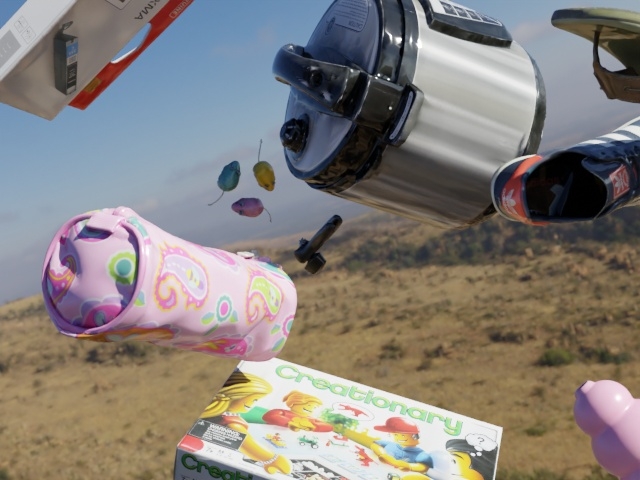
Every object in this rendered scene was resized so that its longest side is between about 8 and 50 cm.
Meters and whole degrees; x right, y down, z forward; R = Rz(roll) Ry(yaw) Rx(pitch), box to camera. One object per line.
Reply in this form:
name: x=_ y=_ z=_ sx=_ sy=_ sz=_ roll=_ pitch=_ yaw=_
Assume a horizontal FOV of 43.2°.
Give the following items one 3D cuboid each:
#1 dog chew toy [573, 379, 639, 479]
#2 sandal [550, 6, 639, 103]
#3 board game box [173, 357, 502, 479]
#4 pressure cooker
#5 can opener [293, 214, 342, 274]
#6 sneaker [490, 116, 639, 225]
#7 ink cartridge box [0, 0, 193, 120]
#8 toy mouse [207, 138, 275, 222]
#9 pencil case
dog chew toy: x=0.671 y=0.433 z=1.704 sx=0.206 sy=0.332 sz=0.206 roll=-41 pitch=-14 yaw=-12
sandal: x=0.409 y=-0.201 z=1.010 sx=0.086 sy=0.302 sz=0.120 roll=-62 pitch=24 yaw=-1
board game box: x=0.027 y=0.223 z=0.844 sx=0.305 sy=0.053 sz=0.193 roll=15 pitch=25 yaw=11
pressure cooker: x=0.123 y=-0.230 z=1.384 sx=0.420 sy=0.376 sz=0.370 roll=15 pitch=-29 yaw=-24
can opener: x=0.000 y=0.000 z=1.644 sx=0.059 sy=0.073 sz=0.186 roll=-59 pitch=3 yaw=-39
sneaker: x=0.423 y=-0.093 z=1.142 sx=0.350 sy=0.131 sz=0.148 roll=-18 pitch=9 yaw=5
ink cartridge box: x=-0.309 y=-0.294 z=1.163 sx=0.296 sy=0.066 sz=0.261 roll=-41 pitch=-17 yaw=13
toy mouse: x=-0.149 y=-0.094 z=1.554 sx=0.143 sy=0.161 sz=0.031 roll=-22 pitch=17 yaw=-12
pencil case: x=-0.130 y=0.050 z=0.786 sx=0.124 sy=0.124 sz=0.284 roll=-16 pitch=-18 yaw=24
